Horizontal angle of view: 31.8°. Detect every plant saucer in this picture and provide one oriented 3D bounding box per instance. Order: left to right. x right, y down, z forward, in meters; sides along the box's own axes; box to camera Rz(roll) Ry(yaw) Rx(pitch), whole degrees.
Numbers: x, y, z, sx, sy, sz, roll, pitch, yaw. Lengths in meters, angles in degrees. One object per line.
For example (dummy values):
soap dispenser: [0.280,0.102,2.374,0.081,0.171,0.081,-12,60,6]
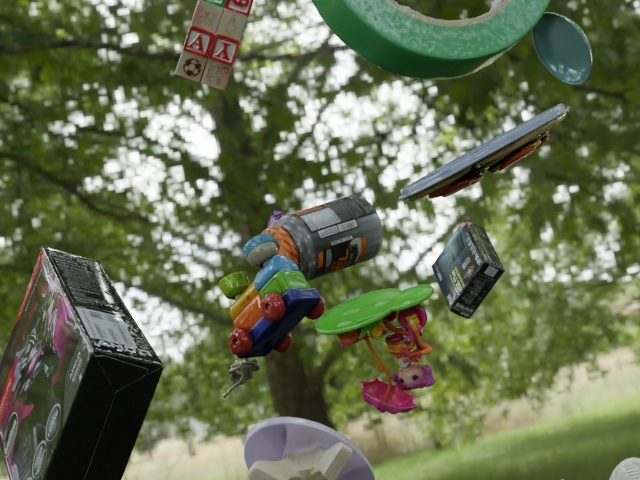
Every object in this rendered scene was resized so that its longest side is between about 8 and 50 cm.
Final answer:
plant saucer: [0.361,-0.287,1.652,0.021,0.119,0.119,-34,-2,-19]

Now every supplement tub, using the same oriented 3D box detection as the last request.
supplement tub: [0.000,0.000,1.871,0.190,0.117,0.117,-18,-5,-32]

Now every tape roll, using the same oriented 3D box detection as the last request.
tape roll: [0.136,-0.363,1.396,0.321,0.321,0.077,-9,-10,-19]

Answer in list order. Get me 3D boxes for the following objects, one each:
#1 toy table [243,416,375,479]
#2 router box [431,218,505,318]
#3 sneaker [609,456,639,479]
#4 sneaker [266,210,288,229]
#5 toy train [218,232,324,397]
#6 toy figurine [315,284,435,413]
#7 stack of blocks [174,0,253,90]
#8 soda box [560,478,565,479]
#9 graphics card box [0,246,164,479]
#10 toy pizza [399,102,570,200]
toy table: [-0.016,0.453,2.093,0.274,0.252,0.161,19,15,-8]
router box: [0.209,0.040,1.601,0.038,0.122,0.092,22,-65,-20]
sneaker: [0.589,0.493,1.772,0.148,0.350,0.131,21,-64,-35]
sneaker: [-0.083,-0.028,2.254,0.068,0.071,0.170,-2,-6,-17]
toy train: [-0.115,0.113,1.707,0.105,0.143,0.248,2,-40,-47]
toy figurine: [0.101,0.158,1.533,0.173,0.159,0.130,-18,13,20]
stack of blocks: [-0.181,-0.366,1.959,0.087,0.171,0.297,17,11,-8]
soda box: [0.271,0.390,1.366,0.069,0.074,0.216,-46,-17,-47]
graphics card box: [-0.310,0.174,1.367,0.094,0.233,0.371,18,10,-28]
toy pizza: [0.176,-0.084,1.181,0.201,0.032,0.201,-29,2,1]
